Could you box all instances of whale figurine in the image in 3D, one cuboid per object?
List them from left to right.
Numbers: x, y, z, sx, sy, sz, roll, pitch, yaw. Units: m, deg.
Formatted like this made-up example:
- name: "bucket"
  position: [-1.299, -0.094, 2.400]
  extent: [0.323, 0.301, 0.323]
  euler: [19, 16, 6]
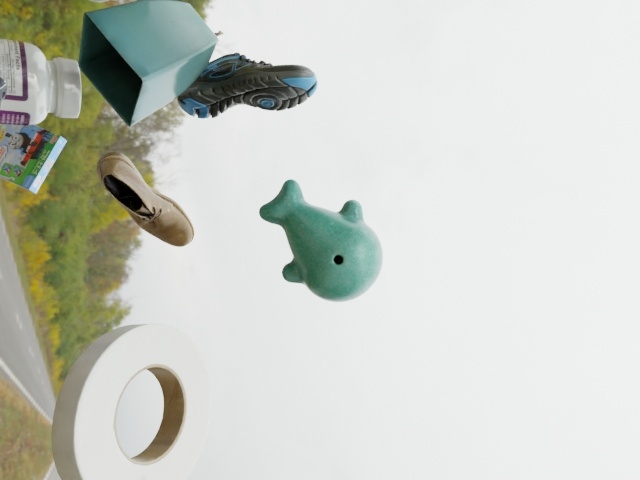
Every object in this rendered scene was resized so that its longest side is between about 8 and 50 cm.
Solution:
- name: "whale figurine"
  position: [0.000, 0.000, 1.000]
  extent: [0.272, 0.216, 0.141]
  euler: [46, 3, 0]

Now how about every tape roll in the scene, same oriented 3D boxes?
- name: "tape roll"
  position: [-0.388, 0.377, 1.105]
  extent: [0.072, 0.392, 0.392]
  euler: [-6, -89, 27]

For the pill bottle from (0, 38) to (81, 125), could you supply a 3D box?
- name: "pill bottle"
  position: [-0.657, -0.322, 1.026]
  extent: [0.169, 0.302, 0.169]
  euler: [7, -82, 55]

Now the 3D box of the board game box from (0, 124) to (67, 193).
- name: "board game box"
  position: [-0.790, -0.235, 1.304]
  extent: [0.039, 0.212, 0.160]
  euler: [86, 28, -78]

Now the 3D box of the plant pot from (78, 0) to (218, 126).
- name: "plant pot"
  position: [-0.343, -0.388, 1.058]
  extent: [0.165, 0.234, 0.166]
  euler: [50, -36, -2]

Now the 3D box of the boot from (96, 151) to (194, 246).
- name: "boot"
  position: [-0.419, -0.070, 1.229]
  extent: [0.305, 0.112, 0.115]
  euler: [51, 4, -38]

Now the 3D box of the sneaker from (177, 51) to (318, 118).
- name: "sneaker"
  position: [-0.171, -0.379, 1.171]
  extent: [0.125, 0.341, 0.139]
  euler: [54, 38, -65]

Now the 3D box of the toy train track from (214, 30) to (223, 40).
- name: "toy train track"
  position: [-0.274, -0.534, 1.310]
  extent: [0.083, 0.048, 0.014]
  euler: [16, -88, 50]

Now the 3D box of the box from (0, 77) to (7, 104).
- name: "box"
  position: [-0.615, -0.151, 0.649]
  extent: [0.294, 0.296, 0.182]
  euler: [-39, -156, 43]
